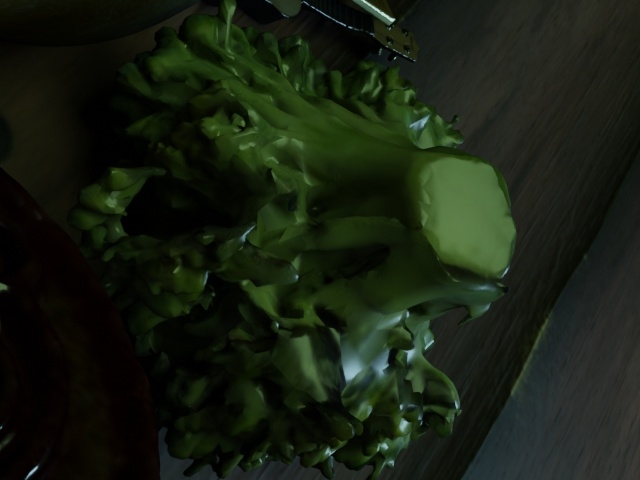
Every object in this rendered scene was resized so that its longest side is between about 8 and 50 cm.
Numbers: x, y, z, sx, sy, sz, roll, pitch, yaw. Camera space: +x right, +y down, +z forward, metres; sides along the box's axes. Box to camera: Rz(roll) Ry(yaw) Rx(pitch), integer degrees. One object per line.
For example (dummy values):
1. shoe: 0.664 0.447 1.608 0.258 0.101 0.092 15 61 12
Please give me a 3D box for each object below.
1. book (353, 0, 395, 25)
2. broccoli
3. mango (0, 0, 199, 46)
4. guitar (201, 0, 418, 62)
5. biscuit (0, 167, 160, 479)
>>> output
1. book: -0.010 -0.254 1.307 0.172 0.012 0.118 27 30 -45
2. broccoli: -0.014 0.005 1.088 0.324 0.272 0.334 8 74 -10
3. mango: -0.167 -0.214 0.943 0.199 0.221 0.384 60 32 -3
4. guitar: -0.012 -0.200 1.303 0.271 0.038 0.084 20 63 -46
5. biscuit: -0.249 0.067 0.725 0.407 0.091 0.407 28 37 -24
